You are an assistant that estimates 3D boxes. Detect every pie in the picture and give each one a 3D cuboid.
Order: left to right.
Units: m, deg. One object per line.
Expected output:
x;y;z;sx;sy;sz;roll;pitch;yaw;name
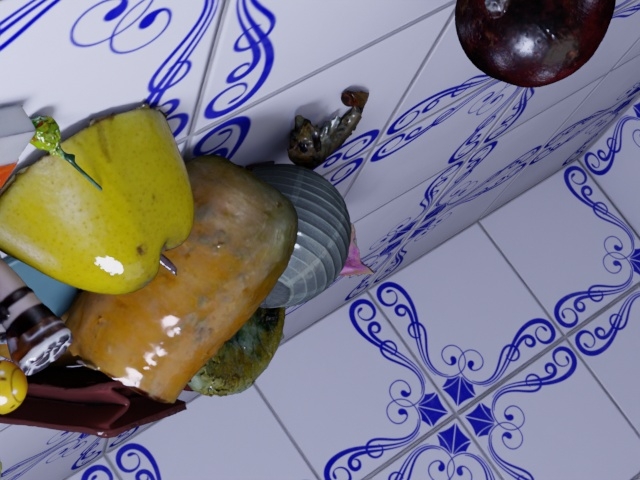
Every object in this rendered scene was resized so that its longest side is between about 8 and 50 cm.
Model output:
-0.173;0.136;2.042;0.078;0.296;0.371;1;-168;32;pie

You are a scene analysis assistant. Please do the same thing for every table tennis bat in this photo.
-0.373;0.048;1.515;0.244;0.040;0.153;-45;143;5;table tennis bat

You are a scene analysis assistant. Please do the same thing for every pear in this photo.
-0.251;-0.022;1.334;0.267;0.178;0.267;-34;164;-11;pear

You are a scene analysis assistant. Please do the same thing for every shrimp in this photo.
0.018;-0.180;1.781;0.173;0.058;0.253;-43;172;-4;shrimp

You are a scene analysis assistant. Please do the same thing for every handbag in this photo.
-0.368;0.238;1.724;0.260;0.084;0.275;1;179;20;handbag

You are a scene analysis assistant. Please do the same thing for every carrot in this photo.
-0.188;0.051;1.558;0.340;0.224;0.224;-56;170;-5;carrot

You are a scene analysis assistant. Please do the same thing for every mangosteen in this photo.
0.271;-0.339;1.540;0.261;0.235;0.235;34;119;-31;mangosteen

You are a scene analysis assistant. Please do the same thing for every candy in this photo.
-0.272;-0.090;1.207;0.035;0.035;0.123;-56;134;-15;candy

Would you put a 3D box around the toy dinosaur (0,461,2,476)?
-0.471;0.195;1.461;0.153;0.259;0.094;-10;-179;33;toy dinosaur

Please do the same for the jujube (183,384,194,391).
-0.246;0.190;2.179;0.183;0.183;0.243;-30;144;-26;jujube

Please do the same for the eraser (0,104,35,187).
-0.400;-0.045;1.140;0.157;0.038;0.230;-22;164;-48;eraser

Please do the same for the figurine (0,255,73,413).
-0.469;0.124;1.227;0.320;0.196;0.323;4;-156;28;figurine

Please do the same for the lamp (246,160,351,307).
-0.068;-0.011;1.786;0.233;0.233;0.265;-28;161;-32;lamp

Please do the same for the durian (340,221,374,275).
-0.014;-0.004;2.108;0.186;0.154;0.260;-37;152;-22;durian

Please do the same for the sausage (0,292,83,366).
-0.395;0.137;1.723;0.134;0.116;0.354;-13;173;22;sausage
